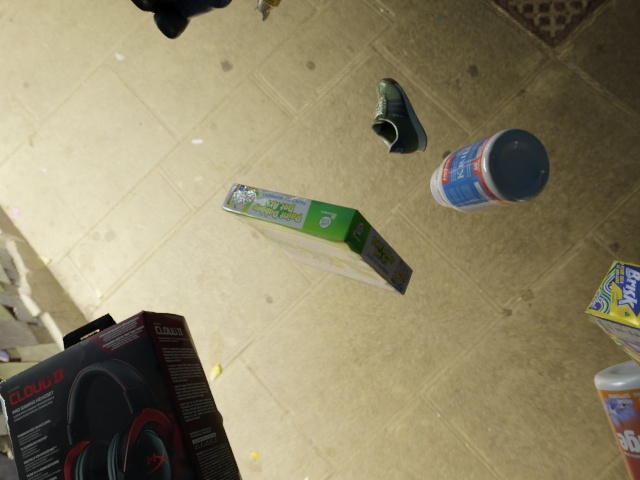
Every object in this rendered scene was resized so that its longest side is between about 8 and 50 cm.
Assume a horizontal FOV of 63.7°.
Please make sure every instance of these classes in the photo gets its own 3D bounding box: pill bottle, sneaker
[{"bbox_3d":[0.466,0.273,0.687,0.121,0.121,0.216,-19,80,9],"label":"pill bottle"},{"bbox_3d":[0.287,-0.114,0.921,0.124,0.221,0.124,1,86,-15],"label":"pill bottle"},{"bbox_3d":[0.139,-0.253,1.049,0.086,0.064,0.192,-15,65,-17],"label":"sneaker"}]

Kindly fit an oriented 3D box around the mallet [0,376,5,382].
[{"bbox_3d":[-0.483,0.236,0.634,0.189,0.062,0.039,-50,34,-12],"label":"mallet"}]

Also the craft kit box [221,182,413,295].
[{"bbox_3d":[0.000,0.000,0.868,0.250,0.247,0.061,15,78,34],"label":"craft kit box"}]

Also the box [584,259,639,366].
[{"bbox_3d":[0.320,0.088,0.478,0.169,0.054,0.059,37,83,-30],"label":"box"}]

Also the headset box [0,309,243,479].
[{"bbox_3d":[-0.245,0.237,0.631,0.218,0.110,0.293,-26,73,6],"label":"headset box"}]

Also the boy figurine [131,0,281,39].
[{"bbox_3d":[-0.103,-0.355,0.637,0.285,0.177,0.092,-14,48,31],"label":"boy figurine"}]

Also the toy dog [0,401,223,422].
[{"bbox_3d":[-0.368,0.415,0.808,0.285,0.408,0.395,-36,110,16],"label":"toy dog"}]
